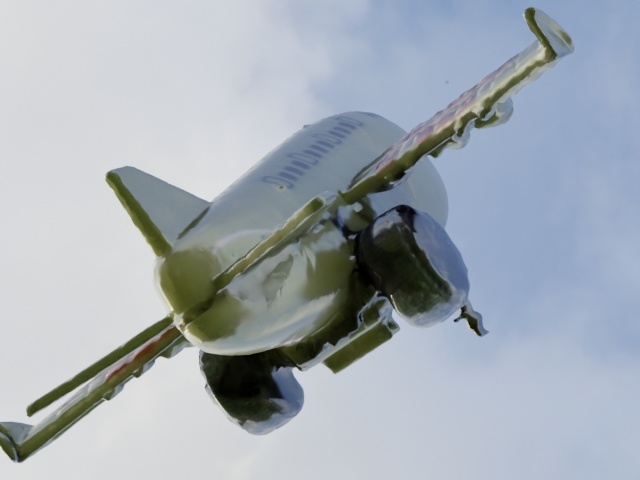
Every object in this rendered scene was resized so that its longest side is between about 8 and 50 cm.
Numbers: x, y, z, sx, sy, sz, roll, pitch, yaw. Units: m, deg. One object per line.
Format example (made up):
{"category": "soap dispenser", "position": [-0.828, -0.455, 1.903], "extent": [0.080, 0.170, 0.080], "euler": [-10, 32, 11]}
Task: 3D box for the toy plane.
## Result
{"category": "toy plane", "position": [0.000, 0.000, 0.608], "extent": [0.242, 0.256, 0.104], "euler": [-38, -102, 22]}
